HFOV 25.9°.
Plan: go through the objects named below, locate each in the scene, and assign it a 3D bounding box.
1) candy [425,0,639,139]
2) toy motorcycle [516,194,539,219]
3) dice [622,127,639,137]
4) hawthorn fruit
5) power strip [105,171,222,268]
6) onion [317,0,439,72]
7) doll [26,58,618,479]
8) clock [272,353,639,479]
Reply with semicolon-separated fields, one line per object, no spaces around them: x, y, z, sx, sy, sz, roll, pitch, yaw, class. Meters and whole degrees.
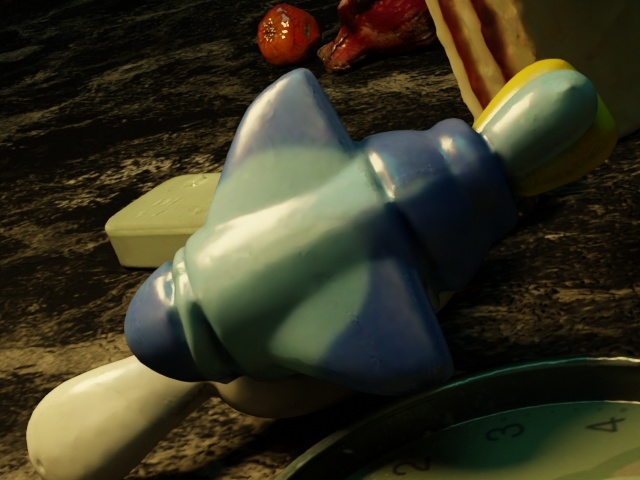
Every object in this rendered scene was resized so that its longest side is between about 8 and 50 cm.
0.234;-0.201;1.000;0.321;0.179;0.135;-32;19;-17;candy
0.146;-0.058;1.216;0.124;0.061;0.193;-21;26;9;toy motorcycle
0.253;-0.145;1.309;0.091;0.094;0.093;-25;21;-30;dice
-0.041;-0.283;1.924;0.093;0.093;0.093;-15;21;6;hawthorn fruit
-0.059;-0.038;1.335;0.265;0.059;0.193;-1;26;39;power strip
0.088;-0.296;1.793;0.218;0.140;0.195;-55;18;0;onion
0.002;0.012;0.891;0.376;0.187;0.365;-51;2;-29;doll
0.099;0.161;0.693;0.319;0.066;0.319;-16;21;6;clock
